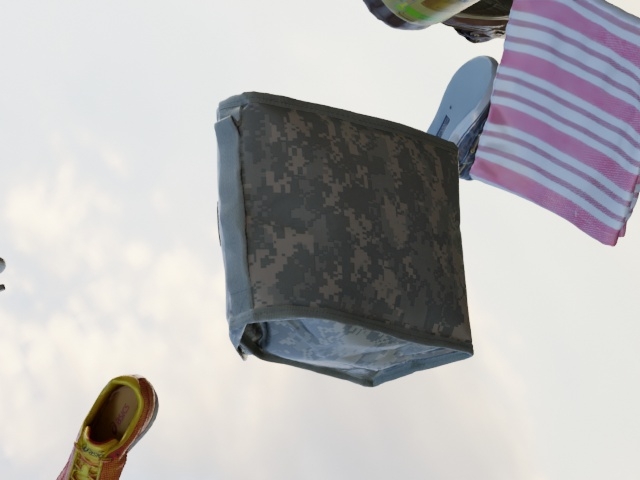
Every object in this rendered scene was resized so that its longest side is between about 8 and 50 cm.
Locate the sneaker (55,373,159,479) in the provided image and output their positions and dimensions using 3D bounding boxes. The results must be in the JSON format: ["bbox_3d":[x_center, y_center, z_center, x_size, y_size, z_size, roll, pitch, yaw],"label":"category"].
[{"bbox_3d":[-0.193,0.189,1.637,0.064,0.175,0.067,19,175,17],"label":"sneaker"}]

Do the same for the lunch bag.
[{"bbox_3d":[0.000,0.000,1.912,0.287,0.169,0.235,17,-118,-45],"label":"lunch bag"}]

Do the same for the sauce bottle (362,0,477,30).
[{"bbox_3d":[0.157,-0.286,1.776,0.111,0.344,0.111,7,-105,-27],"label":"sauce bottle"}]

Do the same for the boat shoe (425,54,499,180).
[{"bbox_3d":[0.190,-0.150,2.422,0.083,0.183,0.065,5,-139,-34],"label":"boat shoe"}]

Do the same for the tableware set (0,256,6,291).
[{"bbox_3d":[-0.320,0.028,1.392,0.128,0.194,0.039,109,146,-75],"label":"tableware set"}]

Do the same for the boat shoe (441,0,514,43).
[{"bbox_3d":[0.185,-0.254,2.272,0.064,0.060,0.178,41,-153,26],"label":"boat shoe"}]

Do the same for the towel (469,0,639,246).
[{"bbox_3d":[0.199,-0.104,1.561,0.144,0.197,0.029,28,-142,24],"label":"towel"}]
